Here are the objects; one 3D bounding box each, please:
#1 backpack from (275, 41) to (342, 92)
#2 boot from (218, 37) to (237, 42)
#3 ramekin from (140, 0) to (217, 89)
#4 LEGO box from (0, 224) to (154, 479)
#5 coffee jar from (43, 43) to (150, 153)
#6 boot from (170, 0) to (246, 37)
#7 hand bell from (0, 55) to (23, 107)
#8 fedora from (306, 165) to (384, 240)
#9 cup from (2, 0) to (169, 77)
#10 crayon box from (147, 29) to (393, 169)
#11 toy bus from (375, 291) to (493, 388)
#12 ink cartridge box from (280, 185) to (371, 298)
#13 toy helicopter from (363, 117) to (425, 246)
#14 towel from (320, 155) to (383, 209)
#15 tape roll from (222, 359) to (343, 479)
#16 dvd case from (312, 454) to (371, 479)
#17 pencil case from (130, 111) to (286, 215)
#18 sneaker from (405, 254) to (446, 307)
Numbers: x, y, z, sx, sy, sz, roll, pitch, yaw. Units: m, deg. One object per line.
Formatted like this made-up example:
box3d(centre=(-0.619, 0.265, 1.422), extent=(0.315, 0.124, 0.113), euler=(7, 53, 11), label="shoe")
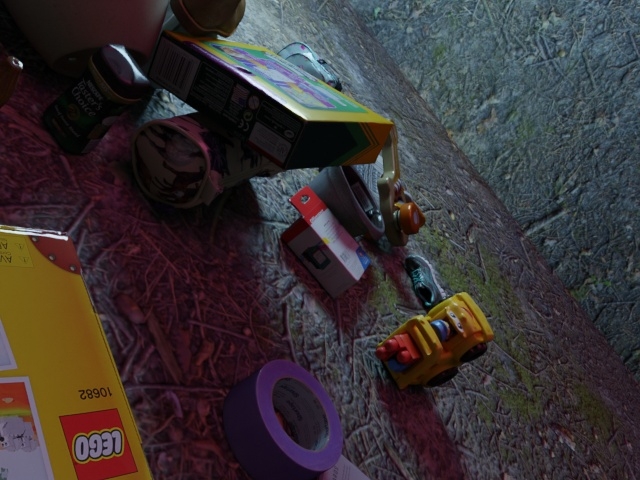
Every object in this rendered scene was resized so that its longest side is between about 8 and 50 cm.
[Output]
box3d(centre=(-0.058, -0.450, 1.953), extent=(0.188, 0.166, 0.144), euler=(56, 16, 13), label="backpack")
box3d(centre=(-0.262, -0.427, 1.698), extent=(0.258, 0.095, 0.123), euler=(13, 51, -41), label="boot")
box3d(centre=(-0.309, -0.407, 1.458), extent=(0.109, 0.207, 0.207), euler=(48, 24, -30), label="ramekin")
box3d(centre=(-0.406, 0.170, 0.562), extent=(0.500, 0.193, 0.372), euler=(9, 48, -55), label="LEGO box")
box3d(centre=(-0.364, -0.231, 1.152), extent=(0.096, 0.184, 0.079), euler=(54, 26, 5), label="coffee jar")
box3d(centre=(-0.183, -0.473, 1.388), extent=(0.112, 0.115, 0.305), euler=(55, 20, -14), label="boot")
box3d(centre=(-0.434, -0.135, 0.852), extent=(0.126, 0.242, 0.126), euler=(38, 30, -27), label="hand bell")
box3d(centre=(0.048, -0.094, 1.705), extent=(0.275, 0.124, 0.243), euler=(39, 28, -58), label="fedora")
box3d(centre=(-0.407, -0.425, 1.242), extent=(0.331, 0.331, 0.236), euler=(-4, 84, -60), label="cup")
box3d(centre=(-0.090, -0.267, 1.355), extent=(0.363, 0.106, 0.313), euler=(36, 24, 24), label="crayon box")
box3d(centre=(0.226, 0.218, 1.518), extent=(0.212, 0.220, 0.149), euler=(5, 48, -48), label="toy bus")
box3d(centre=(0.000, 0.000, 1.573), extent=(0.231, 0.078, 0.134), euler=(50, 25, -4), label="ink cartridge box")
box3d(centre=(0.205, -0.158, 1.927), extent=(0.235, 0.140, 0.354), euler=(14, 70, -64), label="toy helicopter")
box3d(centre=(0.126, -0.199, 2.059), extent=(0.324, 0.056, 0.312), euler=(41, 28, -22), label="towel")
box3d(centre=(-0.057, 0.289, 1.112), extent=(0.189, 0.080, 0.189), euler=(39, 29, -27), label="tape roll")
box3d(centre=(0.069, 0.465, 1.149), extent=(0.239, 0.030, 0.179), euler=(44, 27, -15), label="dvd case")
box3d(centre=(-0.191, -0.169, 1.383), extent=(0.183, 0.160, 0.410), euler=(48, 26, 4), label="pencil case")
box3d(centre=(0.277, 0.111, 1.907), extent=(0.076, 0.065, 0.166), euler=(-9, 62, -57), label="sneaker")
